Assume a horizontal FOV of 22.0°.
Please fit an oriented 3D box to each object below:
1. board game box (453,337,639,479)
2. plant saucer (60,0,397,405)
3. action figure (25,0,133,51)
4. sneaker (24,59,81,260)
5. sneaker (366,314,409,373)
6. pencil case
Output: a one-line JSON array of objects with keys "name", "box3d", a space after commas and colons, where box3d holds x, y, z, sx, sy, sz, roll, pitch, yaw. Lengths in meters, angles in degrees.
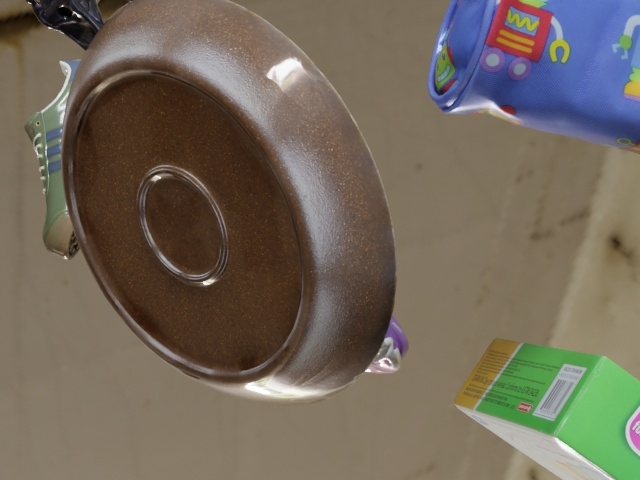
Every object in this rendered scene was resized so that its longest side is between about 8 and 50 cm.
[{"name": "board game box", "box3d": [0.269, 0.188, 1.190, 0.064, 0.317, 0.242, -56, 10, -7]}, {"name": "plant saucer", "box3d": [-0.082, -0.017, 1.140, 0.050, 0.311, 0.310, -29, -35, -43]}, {"name": "action figure", "box3d": [-0.119, -0.260, 1.258, 0.141, 0.164, 0.275, 62, -149, -26]}, {"name": "sneaker", "box3d": [-0.230, -0.080, 1.485, 0.064, 0.086, 0.192, 89, -161, -71]}, {"name": "sneaker", "box3d": [0.000, 0.000, 1.282, 0.095, 0.236, 0.104, -18, 26, 54]}, {"name": "pencil case", "box3d": [0.222, -0.118, 1.074, 0.119, 0.306, 0.133, 157, 124, -76]}]
